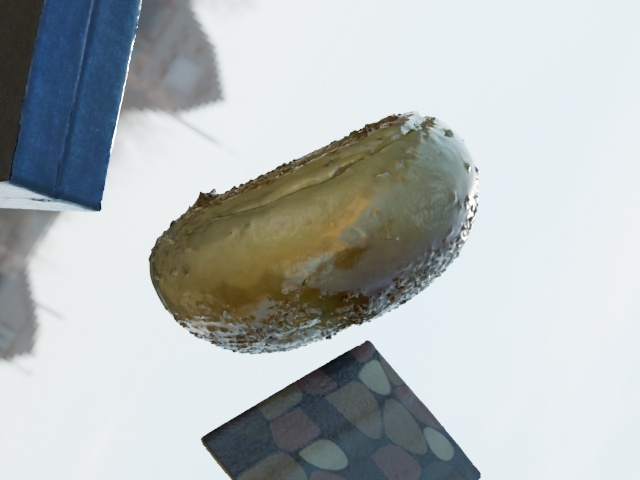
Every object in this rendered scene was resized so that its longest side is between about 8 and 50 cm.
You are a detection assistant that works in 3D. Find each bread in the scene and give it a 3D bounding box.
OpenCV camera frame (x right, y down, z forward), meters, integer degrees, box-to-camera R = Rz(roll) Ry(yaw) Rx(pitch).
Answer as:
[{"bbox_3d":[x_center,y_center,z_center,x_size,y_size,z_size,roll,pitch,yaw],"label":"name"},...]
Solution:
[{"bbox_3d":[0.000,0.000,1.646,0.305,0.159,0.305,-24,-171,4],"label":"bread"}]

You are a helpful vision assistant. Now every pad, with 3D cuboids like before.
[{"bbox_3d":[0.023,0.177,1.518,0.235,0.158,0.003,-26,161,-49],"label":"pad"}]

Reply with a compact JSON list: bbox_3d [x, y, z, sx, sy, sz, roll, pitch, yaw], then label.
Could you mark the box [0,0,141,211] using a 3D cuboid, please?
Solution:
[{"bbox_3d":[-0.285,-0.163,1.537,0.279,0.116,0.261,4,-99,39],"label":"box"}]
